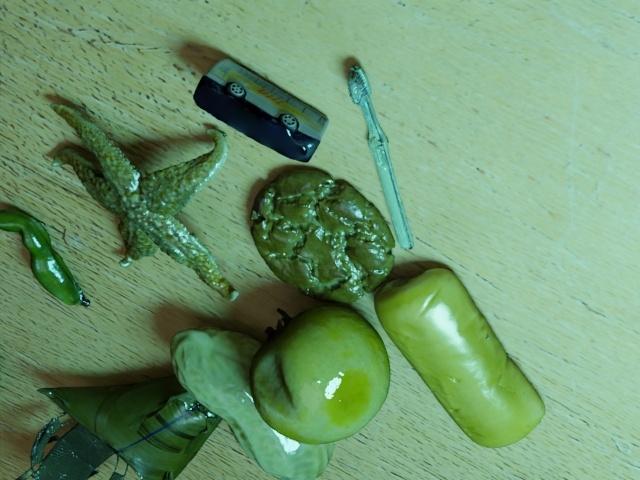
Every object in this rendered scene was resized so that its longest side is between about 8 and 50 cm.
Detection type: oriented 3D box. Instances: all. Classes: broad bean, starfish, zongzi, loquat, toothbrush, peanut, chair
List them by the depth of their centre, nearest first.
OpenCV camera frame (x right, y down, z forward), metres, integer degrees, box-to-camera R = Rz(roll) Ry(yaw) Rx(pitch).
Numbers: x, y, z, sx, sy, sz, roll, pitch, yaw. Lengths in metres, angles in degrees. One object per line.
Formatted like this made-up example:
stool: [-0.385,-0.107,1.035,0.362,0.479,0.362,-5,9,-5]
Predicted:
toothbrush: [0.081,-0.101,1.594,0.026,0.028,0.294,2,134,28]
starfish: [-0.243,-0.056,1.753,0.327,0.094,0.375,-21,111,41]
loquat: [-0.004,0.189,1.762,0.213,0.213,0.213,14,133,16]
peanut: [-0.104,0.248,1.915,0.325,0.140,0.153,44,150,-11]
broad bean: [-0.440,0.032,1.962,0.070,0.048,0.214,-18,118,34]
zongzi: [-0.312,0.258,2.047,0.289,0.123,0.260,36,131,1]
chair: [-0.454,0.408,2.235,0.174,0.149,0.213,43,130,-10]

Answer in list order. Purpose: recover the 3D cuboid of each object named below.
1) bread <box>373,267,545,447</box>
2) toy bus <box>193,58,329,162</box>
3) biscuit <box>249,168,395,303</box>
bread: [0.195,0.173,1.728,0.142,0.091,0.305,-18,118,43]
toy bus: [-0.075,-0.167,1.582,0.172,0.072,0.057,31,137,-2]
biscuit: [0.000,0.000,1.710,0.226,0.042,0.226,15,132,17]
